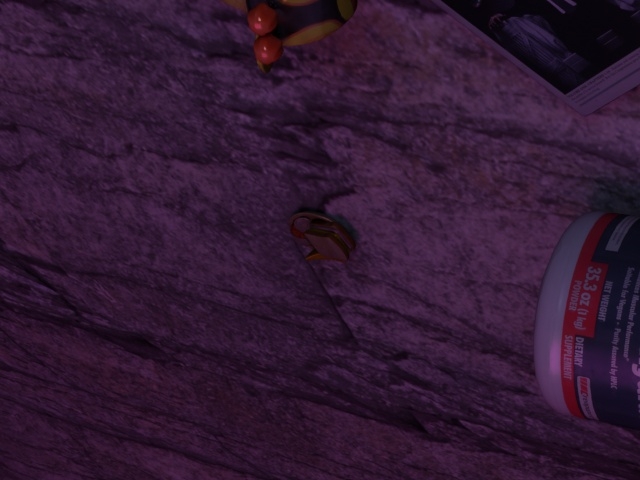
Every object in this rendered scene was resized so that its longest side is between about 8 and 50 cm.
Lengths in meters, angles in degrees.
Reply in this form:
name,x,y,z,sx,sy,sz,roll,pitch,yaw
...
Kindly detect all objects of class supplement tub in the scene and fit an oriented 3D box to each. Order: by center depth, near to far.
name,x,y,z,sx,sy,sz,roll,pitch,yaw
supplement tub,0.340,0.083,1.168,0.272,0.191,0.191,9,147,28

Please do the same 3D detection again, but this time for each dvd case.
name,x,y,z,sx,sy,sz,roll,pitch,yaw
dvd case,0.169,-0.201,1.009,0.238,0.030,0.179,34,150,-15

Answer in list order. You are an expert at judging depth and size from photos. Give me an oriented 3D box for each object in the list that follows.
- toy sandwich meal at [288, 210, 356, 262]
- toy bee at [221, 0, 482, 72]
name,x,y,z,sx,sy,sz,roll,pitch,yaw
toy sandwich meal,0.000,0.000,1.473,0.085,0.029,0.085,20,151,12
toy bee,-0.033,-0.209,0.987,0.298,0.162,0.195,3,132,43
